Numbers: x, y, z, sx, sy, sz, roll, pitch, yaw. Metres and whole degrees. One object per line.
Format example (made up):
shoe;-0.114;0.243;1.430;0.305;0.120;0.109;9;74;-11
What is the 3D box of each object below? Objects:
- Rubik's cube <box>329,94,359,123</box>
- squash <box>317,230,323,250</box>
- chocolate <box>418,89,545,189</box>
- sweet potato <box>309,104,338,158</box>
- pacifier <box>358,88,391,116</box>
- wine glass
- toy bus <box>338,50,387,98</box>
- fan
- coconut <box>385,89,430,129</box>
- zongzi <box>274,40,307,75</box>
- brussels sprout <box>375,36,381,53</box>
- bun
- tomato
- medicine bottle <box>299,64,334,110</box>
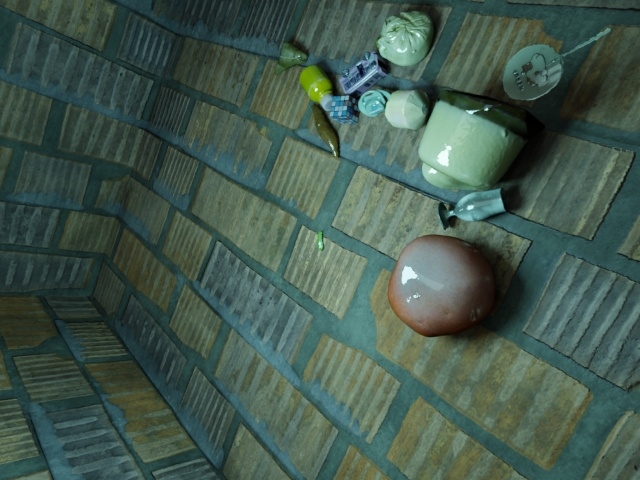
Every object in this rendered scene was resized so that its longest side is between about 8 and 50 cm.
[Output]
Rubik's cube;0.106;-0.559;1.858;0.092;0.092;0.092;11;90;39
squash;-0.001;0.000;1.909;0.027;0.027;0.089;-14;73;37
chocolate;0.486;-0.296;1.391;0.326;0.314;0.297;25;108;35
sweet potato;0.013;-0.500;1.940;0.066;0.072;0.314;-48;59;40
pacifier;0.224;-0.576;1.766;0.150;0.127;0.116;-18;48;43
wine glass;0.510;-0.108;1.462;0.222;0.103;0.103;-15;74;38
toy bus;0.181;-0.690;1.815;0.199;0.096;0.108;-29;70;35
fan;0.748;-0.579;1.395;0.329;0.009;0.190;-23;69;35
coconut;0.336;-0.493;1.631;0.153;0.147;0.147;22;97;46
zongzi;-0.150;-0.861;2.126;0.160;0.078;0.176;47;123;33
brussels sprout;0.248;-0.810;1.808;0.046;0.051;0.083;-18;72;8
bun;0.322;-0.794;1.689;0.229;0.145;0.229;-8;77;41
tomato;0.385;0.151;1.414;0.341;0.273;0.341;-7;79;38
medicine bottle;0.000;-0.673;1.942;0.122;0.122;0.212;-43;60;26
